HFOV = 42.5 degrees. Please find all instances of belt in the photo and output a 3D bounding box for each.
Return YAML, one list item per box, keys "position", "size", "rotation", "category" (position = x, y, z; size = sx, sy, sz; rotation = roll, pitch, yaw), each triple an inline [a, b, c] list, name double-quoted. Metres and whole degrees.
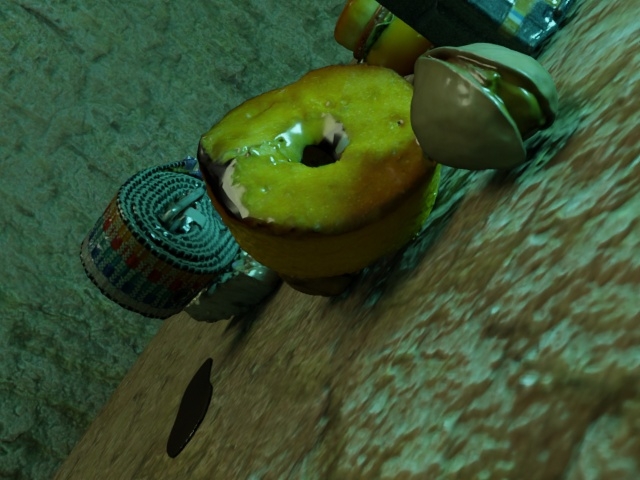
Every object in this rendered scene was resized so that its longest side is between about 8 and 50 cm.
- position: [-0.236, -0.012, 1.313]
  size: [0.160, 0.207, 0.295]
  rotation: [-47, -2, 26]
  category: "belt"

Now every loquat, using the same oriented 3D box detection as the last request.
- position: [0.000, 0.000, 0.894]
  size: [0.137, 0.113, 0.137]
  rotation: [-173, 90, -69]
  category: "loquat"

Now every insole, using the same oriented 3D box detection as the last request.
- position: [-0.197, 0.250, 1.259]
  size: [0.111, 0.007, 0.328]
  rotation: [-52, 9, 4]
  category: "insole"

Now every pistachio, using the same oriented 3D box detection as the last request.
- position: [0.127, -0.108, 0.648]
  size: [0.113, 0.113, 0.149]
  rotation: [-54, 14, -6]
  category: "pistachio"

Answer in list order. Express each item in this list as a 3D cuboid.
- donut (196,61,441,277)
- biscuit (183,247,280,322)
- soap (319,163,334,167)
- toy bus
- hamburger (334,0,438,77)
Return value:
- position: [0.003, -0.077, 0.799]
  size: [0.253, 0.254, 0.118]
  rotation: [-59, -29, -32]
  category: "donut"
- position: [-0.122, 0.051, 1.388]
  size: [0.179, 0.084, 0.281]
  rotation: [-54, 13, -29]
  category: "biscuit"
- position: [-0.018, -0.141, 1.400]
  size: [0.218, 0.098, 0.273]
  rotation: [-25, 20, 19]
  category: "soap"
- position: [0.129, -0.301, 0.836]
  size: [0.167, 0.275, 0.138]
  rotation: [-58, 10, -10]
  category: "toy bus"
- position: [0.146, -0.372, 1.339]
  size: [0.246, 0.170, 0.246]
  rotation: [-50, -3, -4]
  category: "hamburger"
